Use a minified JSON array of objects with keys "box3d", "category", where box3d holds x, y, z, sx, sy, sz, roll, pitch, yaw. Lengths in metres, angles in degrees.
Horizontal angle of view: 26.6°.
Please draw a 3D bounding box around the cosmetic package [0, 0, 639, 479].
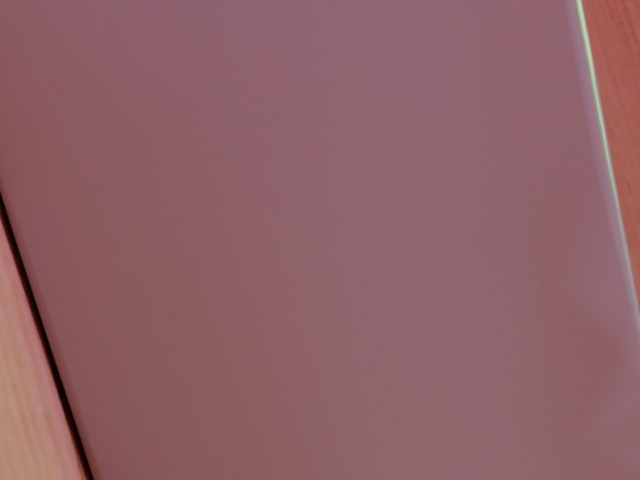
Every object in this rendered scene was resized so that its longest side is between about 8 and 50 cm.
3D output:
[{"box3d":[0.000,0.000,0.537,0.156,0.217,0.385,-114,-169,-76],"category":"cosmetic package"}]
